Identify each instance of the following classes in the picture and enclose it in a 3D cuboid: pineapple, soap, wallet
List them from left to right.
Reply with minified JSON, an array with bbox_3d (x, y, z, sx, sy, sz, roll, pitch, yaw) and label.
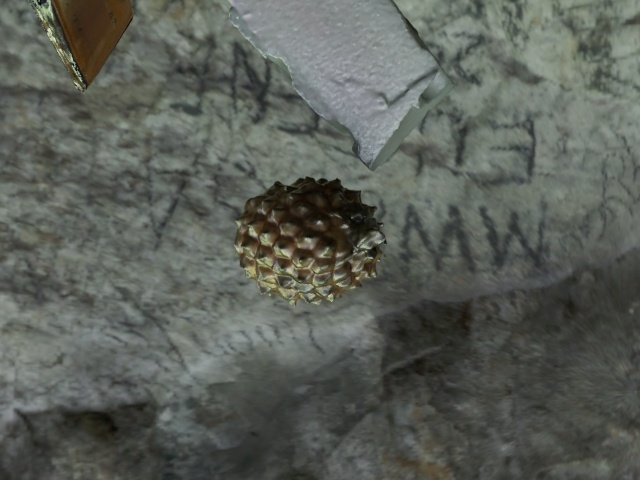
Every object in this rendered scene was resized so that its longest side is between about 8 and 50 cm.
[{"bbox_3d":[-0.334,-0.333,1.450,0.042,0.195,0.161,19,-117,16],"label":"wallet"},{"bbox_3d":[0.000,0.000,1.199,0.193,0.166,0.166,-3,-100,44],"label":"pineapple"},{"bbox_3d":[0.003,-0.241,1.150,0.159,0.302,0.257,-38,-109,13],"label":"soap"}]
